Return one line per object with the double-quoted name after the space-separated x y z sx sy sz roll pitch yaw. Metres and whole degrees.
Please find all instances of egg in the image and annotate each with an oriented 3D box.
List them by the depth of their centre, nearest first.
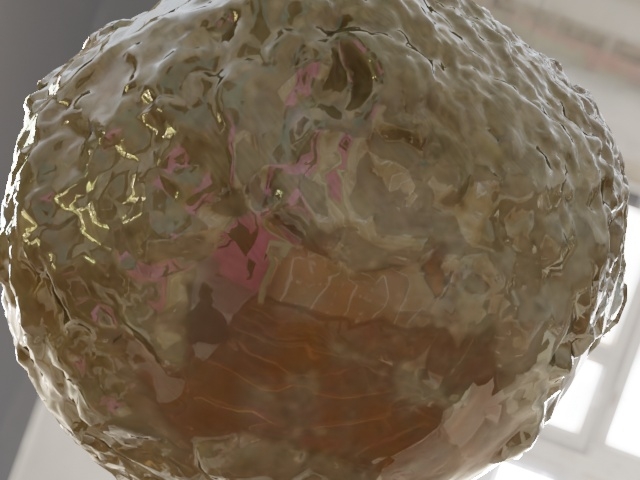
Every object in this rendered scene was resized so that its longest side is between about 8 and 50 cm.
0.000 0.000 0.705 0.279 0.279 0.310 19 -163 30 "egg"
